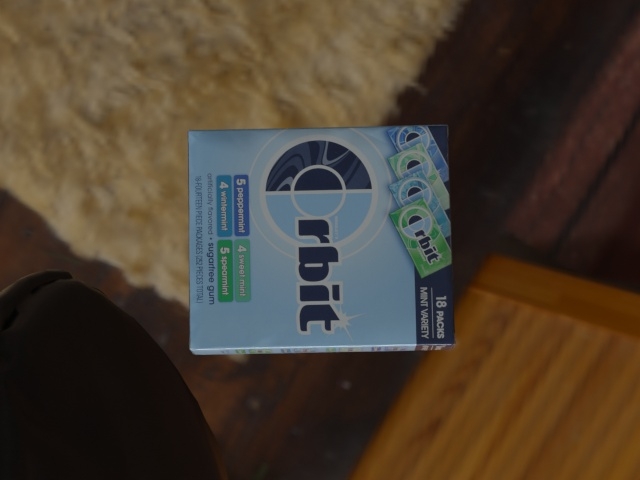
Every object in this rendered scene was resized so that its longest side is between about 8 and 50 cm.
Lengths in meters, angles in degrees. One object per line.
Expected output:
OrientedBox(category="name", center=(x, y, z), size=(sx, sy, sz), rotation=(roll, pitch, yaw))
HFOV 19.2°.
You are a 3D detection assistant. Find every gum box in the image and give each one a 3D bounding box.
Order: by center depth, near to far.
OrientedBox(category="gum box", center=(0.000, 0.000, 1.332), size=(0.184, 0.041, 0.157), rotation=(-2, 81, 1))

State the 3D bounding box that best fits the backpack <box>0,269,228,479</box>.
OrientedBox(category="backpack", center=(-0.210, 0.164, 0.525), size=(0.355, 0.290, 0.273), rotation=(-30, 127, 14))
